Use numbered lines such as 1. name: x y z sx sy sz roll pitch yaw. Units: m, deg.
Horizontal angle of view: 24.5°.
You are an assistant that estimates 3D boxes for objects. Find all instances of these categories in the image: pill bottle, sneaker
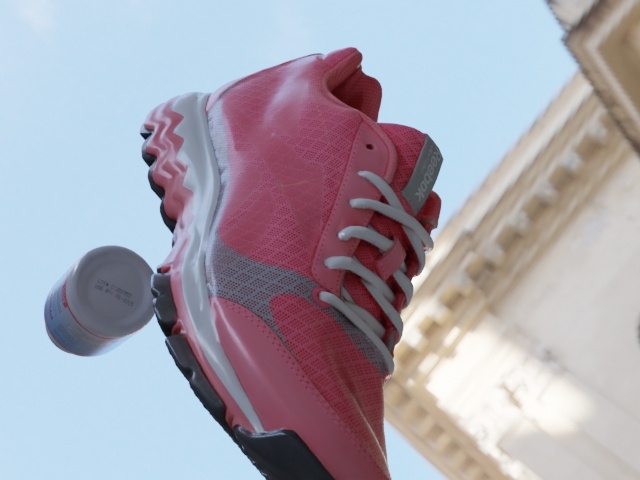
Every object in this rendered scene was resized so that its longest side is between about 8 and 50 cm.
1. pill bottle: -0.214 0.063 1.403 0.087 0.160 0.087 6 -107 -21
2. sneaker: 0.000 -0.001 0.693 0.136 0.314 0.116 -29 -52 9
